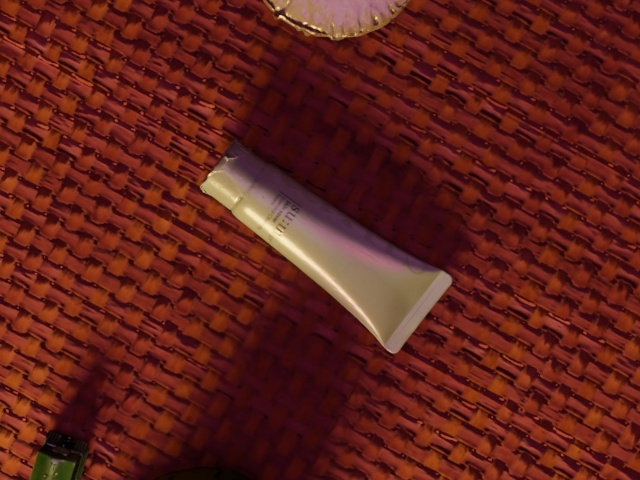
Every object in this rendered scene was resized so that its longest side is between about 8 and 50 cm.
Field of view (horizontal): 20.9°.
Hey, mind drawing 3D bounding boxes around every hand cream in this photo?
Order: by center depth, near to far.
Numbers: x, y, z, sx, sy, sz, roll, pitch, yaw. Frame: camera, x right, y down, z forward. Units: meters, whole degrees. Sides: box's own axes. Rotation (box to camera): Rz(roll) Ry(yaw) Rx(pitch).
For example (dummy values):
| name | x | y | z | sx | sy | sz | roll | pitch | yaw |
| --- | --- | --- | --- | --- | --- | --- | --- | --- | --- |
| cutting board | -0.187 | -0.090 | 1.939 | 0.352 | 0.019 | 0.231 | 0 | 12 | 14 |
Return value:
| name | x | y | z | sx | sy | sz | roll | pitch | yaw |
| --- | --- | --- | --- | --- | --- | --- | --- | --- | --- |
| hand cream | 0.000 | 0.000 | 1.350 | 0.205 | 0.050 | 0.078 | 36 | 98 | -4 |

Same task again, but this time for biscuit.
| name | x | y | z | sx | sy | sz | roll | pitch | yaw |
| --- | --- | --- | --- | --- | --- | --- | --- | --- | --- |
| biscuit | 0.014 | -0.230 | 1.339 | 0.152 | 0.020 | 0.152 | 0 | 96 | 4 |

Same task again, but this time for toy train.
| name | x | y | z | sx | sy | sz | roll | pitch | yaw |
| --- | --- | --- | --- | --- | --- | --- | --- | --- | --- |
| toy train | -0.216 | 0.200 | 1.381 | 0.038 | 0.056 | 0.093 | 18 | 98 | 1 |

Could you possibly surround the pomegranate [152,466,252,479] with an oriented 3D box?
| name | x | y | z | sx | sy | sz | roll | pitch | yaw |
| --- | --- | --- | --- | --- | --- | --- | --- | --- | --- |
| pomegranate | -0.111 | 0.250 | 1.341 | 0.169 | 0.148 | 0.148 | -23 | 93 | 13 |
